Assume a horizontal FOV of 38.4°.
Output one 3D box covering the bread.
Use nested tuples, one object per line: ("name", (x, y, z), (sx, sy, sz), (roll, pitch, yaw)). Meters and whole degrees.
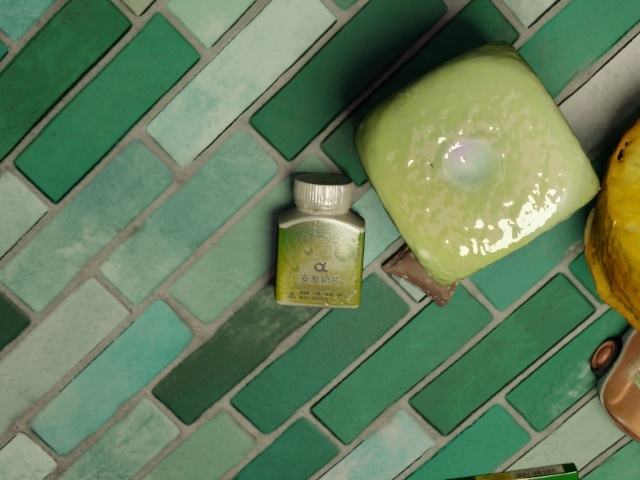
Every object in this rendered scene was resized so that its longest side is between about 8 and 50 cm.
("bread", (0.547, -0.032, 1.216), (0.398, 0.215, 0.398), (-7, 62, 13))

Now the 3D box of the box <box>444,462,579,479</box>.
("box", (0.310, 0.445, 1.515), (0.235, 0.034, 0.132), (-8, 105, 3))

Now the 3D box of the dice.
("dice", (0.204, -0.104, 1.230), (0.252, 0.250, 0.254), (-31, 90, 10))

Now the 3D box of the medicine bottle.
("medicine bottle", (0.000, 0.000, 1.367), (0.132, 0.088, 0.188), (3, 106, 0))

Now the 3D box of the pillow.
("pillow", (0.194, 0.008, 1.391), (0.118, 0.043, 0.185), (36, 102, -6))

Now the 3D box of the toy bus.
("toy bus", (0.549, 0.195, 1.347), (0.194, 0.232, 0.287), (37, 104, -6))
